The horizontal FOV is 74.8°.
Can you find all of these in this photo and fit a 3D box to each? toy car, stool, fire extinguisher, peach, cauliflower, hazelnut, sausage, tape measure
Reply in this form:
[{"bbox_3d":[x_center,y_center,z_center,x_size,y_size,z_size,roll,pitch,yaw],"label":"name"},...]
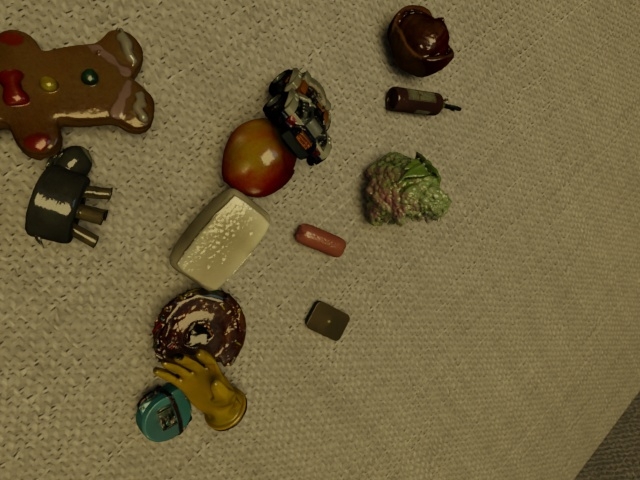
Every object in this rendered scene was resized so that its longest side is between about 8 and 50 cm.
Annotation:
[{"bbox_3d":[-0.038,-0.307,1.039,0.118,0.301,0.193,-30,123,20],"label":"toy car"},{"bbox_3d":[-0.532,-0.092,0.902,0.139,0.153,0.227,17,89,-24],"label":"stool"},{"bbox_3d":[0.320,-0.416,1.277,0.231,0.099,0.071,0,118,-23],"label":"fire extinguisher"},{"bbox_3d":[-0.157,-0.196,1.050,0.198,0.197,0.197,-3,97,-24],"label":"peach"},{"bbox_3d":[0.268,-0.132,1.240,0.315,0.257,0.238,27,80,-54],"label":"cauliflower"},{"bbox_3d":[0.284,-0.574,1.205,0.201,0.161,0.170,56,47,-15],"label":"hazelnut"},{"bbox_3d":[0.000,0.000,1.198,0.154,0.062,0.062,22,86,-24],"label":"sausage"},{"bbox_3d":[-0.397,0.435,1.058,0.125,0.081,0.145,-21,107,-38],"label":"tape measure"}]

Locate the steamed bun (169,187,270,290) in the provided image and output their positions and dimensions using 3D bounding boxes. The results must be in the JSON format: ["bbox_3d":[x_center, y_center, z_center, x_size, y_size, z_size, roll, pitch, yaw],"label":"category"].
[{"bbox_3d":[-0.247,-0.007,1.032,0.146,0.164,0.241,41,84,-23],"label":"steamed bun"}]

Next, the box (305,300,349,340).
[{"bbox_3d":[0.019,0.238,1.250,0.126,0.031,0.090,29,84,-24],"label":"box"}]

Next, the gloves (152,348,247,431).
[{"bbox_3d":[-0.289,0.351,1.011,0.133,0.116,0.294,-24,134,-3],"label":"gloves"}]

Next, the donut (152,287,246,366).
[{"bbox_3d":[-0.310,0.221,1.067,0.231,0.096,0.215,-7,97,-23],"label":"donut"}]

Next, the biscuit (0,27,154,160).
[{"bbox_3d":[-0.579,-0.311,0.866,0.433,0.064,0.282,-13,83,-23],"label":"biscuit"}]
